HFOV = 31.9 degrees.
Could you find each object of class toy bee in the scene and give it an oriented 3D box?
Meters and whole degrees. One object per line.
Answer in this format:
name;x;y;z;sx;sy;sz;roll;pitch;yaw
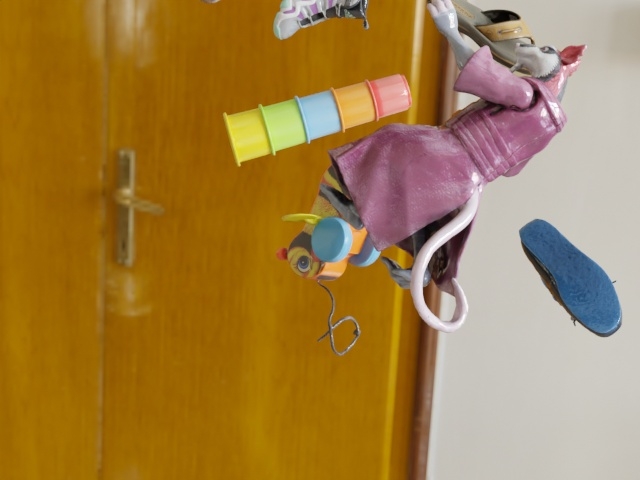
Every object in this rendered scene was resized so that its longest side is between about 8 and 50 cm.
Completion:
toy bee;0.000;0.000;1.749;0.162;0.298;0.195;16;-16;40

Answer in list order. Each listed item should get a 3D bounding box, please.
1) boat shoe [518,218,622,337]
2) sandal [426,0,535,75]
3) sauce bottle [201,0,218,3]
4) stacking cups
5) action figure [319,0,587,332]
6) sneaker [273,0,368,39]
boat shoe;0.443;0.067;1.944;0.109;0.089;0.258;-27;54;1
sandal;0.254;-0.307;1.602;0.219;0.060;0.090;36;34;0
sauce bottle;-0.120;-0.557;1.997;0.111;0.111;0.344;-10;-18;-47
stacking cups;-0.001;-0.206;1.901;0.316;0.096;0.096;-13;14;-5
action figure;0.190;-0.118;1.393;0.248;0.370;0.276;44;11;-45
sneaker;0.011;-0.195;0.945;0.069;0.098;0.038;43;7;14
